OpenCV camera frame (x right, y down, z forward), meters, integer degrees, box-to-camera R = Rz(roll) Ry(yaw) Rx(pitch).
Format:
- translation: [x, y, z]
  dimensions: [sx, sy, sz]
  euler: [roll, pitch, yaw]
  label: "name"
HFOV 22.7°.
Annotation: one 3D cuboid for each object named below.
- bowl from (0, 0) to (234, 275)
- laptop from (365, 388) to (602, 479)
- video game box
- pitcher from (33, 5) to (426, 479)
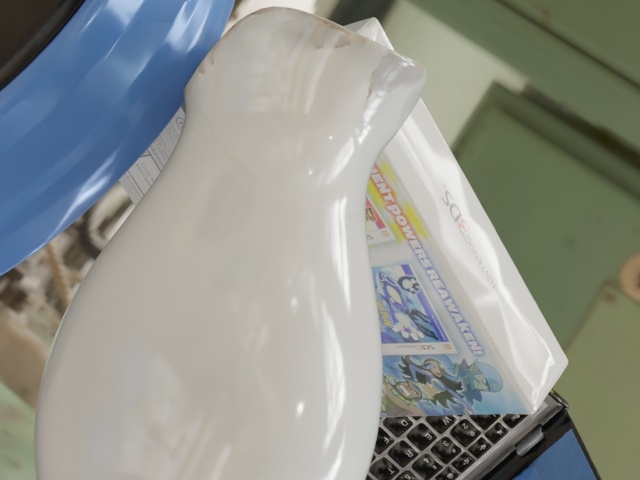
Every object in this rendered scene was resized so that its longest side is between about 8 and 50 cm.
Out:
- translation: [-0.233, -0.126, 0.833]
  dimensions: [0.391, 0.391, 0.077]
  euler: [-49, 140, -15]
  label: "bowl"
- translation: [0.019, 0.258, 1.275]
  dimensions: [0.382, 0.408, 0.236]
  euler: [-45, -174, 22]
  label: "laptop"
- translation: [0.000, 0.000, 0.797]
  dimensions: [0.048, 0.187, 0.205]
  euler: [-47, 116, -35]
  label: "video game box"
- translation: [-0.043, 0.033, 0.626]
  dimensions: [0.178, 0.125, 0.207]
  euler: [-26, -133, 63]
  label: "pitcher"
